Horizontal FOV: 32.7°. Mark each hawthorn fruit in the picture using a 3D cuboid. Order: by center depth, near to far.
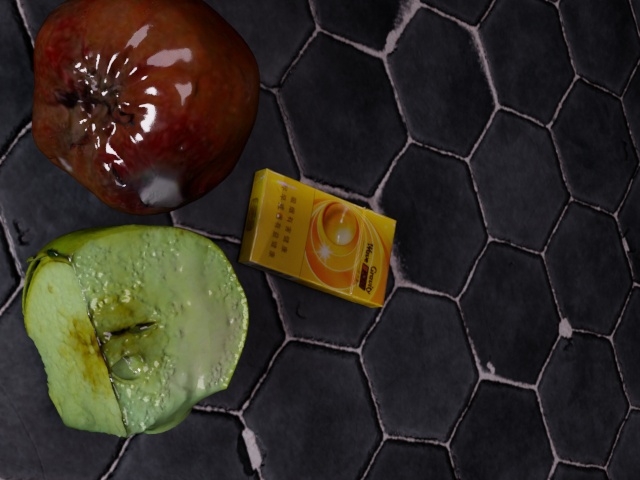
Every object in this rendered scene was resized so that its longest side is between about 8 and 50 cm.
[{"bbox_3d":[-0.225,-0.188,1.435,0.308,0.325,0.308,0,86,6],"label":"hawthorn fruit"}]

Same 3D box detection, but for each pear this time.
[{"bbox_3d":[-0.233,0.098,1.452,0.282,0.176,0.286,-26,105,-39],"label":"pear"}]

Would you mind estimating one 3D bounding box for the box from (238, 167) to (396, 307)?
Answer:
[{"bbox_3d":[0.000,0.000,1.724,0.269,0.043,0.152,22,72,-34],"label":"box"}]
